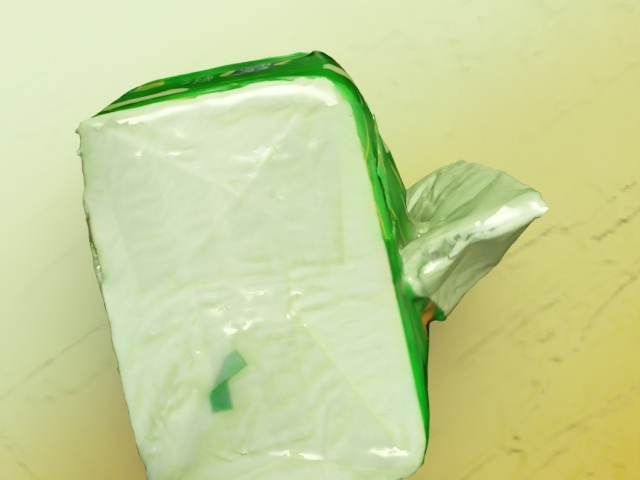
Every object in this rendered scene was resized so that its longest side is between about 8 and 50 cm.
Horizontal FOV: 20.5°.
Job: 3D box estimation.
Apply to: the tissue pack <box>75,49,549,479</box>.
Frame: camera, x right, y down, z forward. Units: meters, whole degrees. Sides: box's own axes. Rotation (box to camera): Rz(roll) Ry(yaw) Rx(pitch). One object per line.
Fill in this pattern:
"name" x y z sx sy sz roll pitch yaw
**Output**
"tissue pack" 0.001 0.002 0.701 0.156 0.209 0.148 -10 98 0
